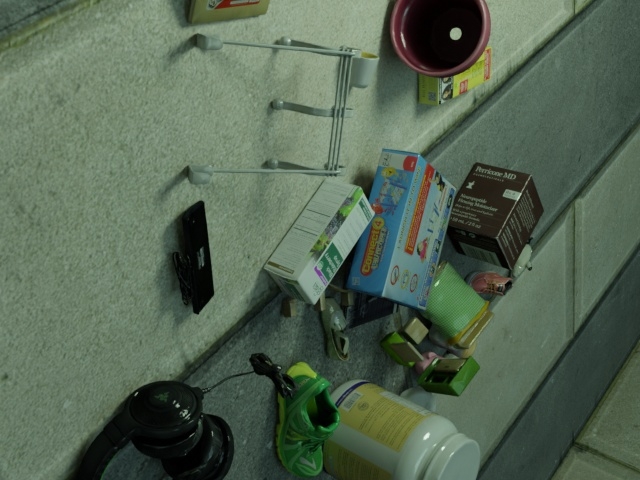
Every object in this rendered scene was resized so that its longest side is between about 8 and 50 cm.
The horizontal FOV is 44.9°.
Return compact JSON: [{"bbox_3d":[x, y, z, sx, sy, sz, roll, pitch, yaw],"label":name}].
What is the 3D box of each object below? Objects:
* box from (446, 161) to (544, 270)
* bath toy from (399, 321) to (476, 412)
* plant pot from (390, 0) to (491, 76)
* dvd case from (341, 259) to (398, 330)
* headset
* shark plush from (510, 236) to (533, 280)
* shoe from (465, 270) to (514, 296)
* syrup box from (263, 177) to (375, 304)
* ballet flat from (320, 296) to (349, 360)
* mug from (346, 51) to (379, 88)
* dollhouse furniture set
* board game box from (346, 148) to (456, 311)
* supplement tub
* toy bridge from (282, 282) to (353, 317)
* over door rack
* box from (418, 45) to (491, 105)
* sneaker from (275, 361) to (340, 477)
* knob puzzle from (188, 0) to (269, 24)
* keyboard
[{"bbox_3d":[0.452,-0.064,2.023,0.203,0.168,0.167,-58,141,-17],"label":"box"},{"bbox_3d":[0.313,0.329,2.070,0.151,0.129,0.348,31,75,-8],"label":"bath toy"},{"bbox_3d":[0.266,-0.438,1.618,0.180,0.201,0.202,-15,118,-65],"label":"plant pot"},{"bbox_3d":[0.124,0.111,1.811,0.221,0.018,0.165,-12,113,-49],"label":"dvd case"},{"bbox_3d":[-0.223,0.346,1.335,0.394,0.185,0.243,-44,137,-15],"label":"headset"},{"bbox_3d":[0.624,0.048,2.416,0.067,0.073,0.161,90,15,-54],"label":"shark plush"},{"bbox_3d":[0.486,0.126,2.223,0.178,0.081,0.064,-7,111,-50],"label":"shoe"},{"bbox_3d":[0.000,0.000,1.539,0.237,0.096,0.093,-56,141,-20],"label":"syrup box"},{"bbox_3d":[0.039,0.196,1.712,0.057,0.052,0.168,-38,132,-37],"label":"ballet flat"},{"bbox_3d":[0.084,-0.336,1.529,0.078,0.062,0.064,-13,123,-42],"label":"mug"},{"bbox_3d":[0.324,0.207,1.924,0.197,0.151,0.301,47,66,-11],"label":"dollhouse furniture set"},{"bbox_3d":[0.188,-0.013,1.715,0.302,0.086,0.309,24,80,-63],"label":"board game box"},{"bbox_3d":[0.170,0.482,1.771,0.241,0.331,0.241,-26,125,-43],"label":"supplement tub"},{"bbox_3d":[-0.003,0.117,1.631,0.188,0.026,0.063,-7,92,-42],"label":"toy bridge"},{"bbox_3d":[-0.087,-0.229,1.335,0.324,0.108,0.240,-6,110,-35],"label":"over door rack"},{"bbox_3d":[0.314,-0.386,1.796,0.232,0.058,0.087,-30,127,-41],"label":"box"},{"bbox_3d":[-0.025,0.405,1.664,0.109,0.123,0.296,-31,129,-41],"label":"sneaker"},{"bbox_3d":[-0.127,-0.438,1.202,0.213,0.030,0.213,-40,156,-22],"label":"knob puzzle"},{"bbox_3d":[-0.225,0.033,1.333,0.100,0.038,0.192,-54,146,-59],"label":"keyboard"}]
